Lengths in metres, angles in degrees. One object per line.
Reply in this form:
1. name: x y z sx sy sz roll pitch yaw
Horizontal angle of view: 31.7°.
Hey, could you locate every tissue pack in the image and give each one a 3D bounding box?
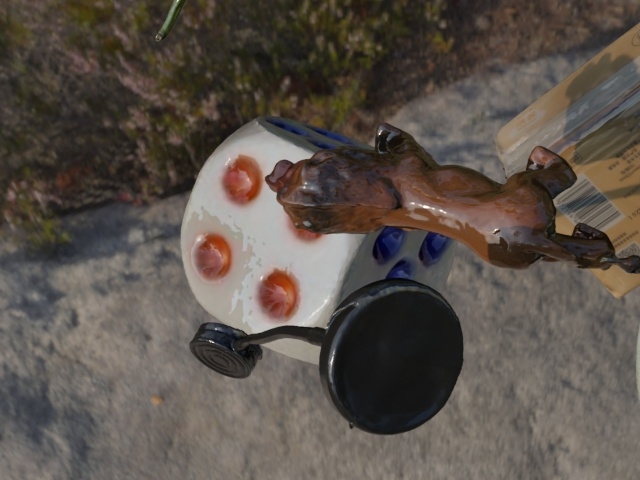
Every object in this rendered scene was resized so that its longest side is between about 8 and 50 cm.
1. tissue pack: 0.375 -0.132 1.252 0.305 0.239 0.238 -38 57 24

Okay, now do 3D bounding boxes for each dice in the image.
1. dice: 0.000 0.000 1.437 0.259 0.243 0.251 30 105 33

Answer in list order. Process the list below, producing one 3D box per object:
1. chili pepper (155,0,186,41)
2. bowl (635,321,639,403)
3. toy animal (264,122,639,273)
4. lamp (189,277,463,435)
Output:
1. chili pepper: -0.117 -0.392 1.370 0.092 0.368 0.137 32 53 -10
2. bowl: 0.410 0.127 1.169 0.146 0.313 0.313 2 58 27
3. toy animal: 0.104 -0.026 0.936 0.312 0.097 0.157 15 25 25
4. lamp: -0.036 0.104 0.926 0.371 0.130 0.108 -10 48 53
